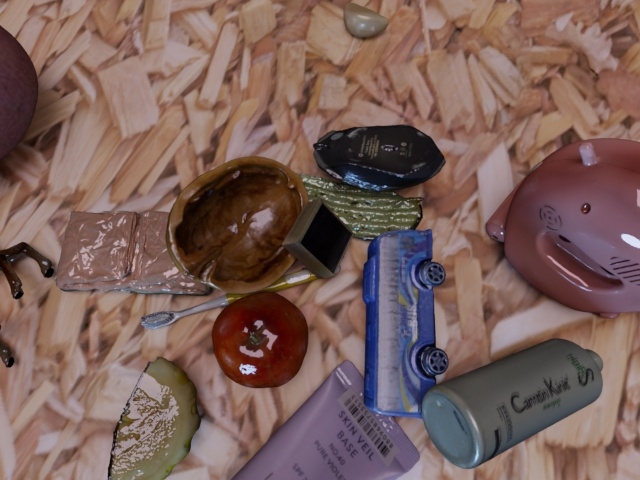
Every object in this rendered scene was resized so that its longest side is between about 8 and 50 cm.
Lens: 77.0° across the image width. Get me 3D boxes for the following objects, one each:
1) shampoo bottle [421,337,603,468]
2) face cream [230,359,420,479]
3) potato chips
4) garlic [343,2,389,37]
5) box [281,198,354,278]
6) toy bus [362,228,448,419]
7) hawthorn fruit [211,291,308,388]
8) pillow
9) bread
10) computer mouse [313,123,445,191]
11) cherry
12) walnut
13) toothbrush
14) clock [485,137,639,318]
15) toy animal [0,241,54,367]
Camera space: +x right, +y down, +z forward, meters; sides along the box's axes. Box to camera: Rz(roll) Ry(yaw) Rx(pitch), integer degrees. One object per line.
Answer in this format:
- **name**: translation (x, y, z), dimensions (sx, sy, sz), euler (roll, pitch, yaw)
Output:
- **shampoo bottle**: translation (0.245, 0.175, 0.474), dimensions (0.263, 0.085, 0.085), euler (-9, 73, -26)
- **face cream**: translation (-0.022, 0.288, 0.483), dimensions (0.274, 0.096, 0.154), euler (-33, 72, -21)
- **potato chips**: translation (0.048, -0.049, 0.598), dimensions (0.208, 0.028, 0.091), euler (12, 73, 3)
- **garlic**: translation (0.070, -0.377, 0.686), dimensions (0.083, 0.041, 0.053), euler (40, 74, 19)
- **box**: translation (0.000, 0.000, 0.551), dimensions (0.083, 0.035, 0.079), euler (43, 57, -27)
- **toy bus**: translation (0.103, 0.101, 0.519), dimensions (0.094, 0.079, 0.236), euler (6, 74, -13)
- **hawthorn fruit**: translation (-0.078, 0.130, 0.506), dimensions (0.125, 0.140, 0.124), euler (0, 108, 1)
- **pillow**: translation (-0.265, 0.015, 0.582), dimensions (0.233, 0.043, 0.126), euler (2, 69, 4)
- **bread**: translation (-0.197, 0.224, 0.498), dimensions (0.095, 0.083, 0.156), euler (-1, 76, -2)
- **computer mouse**: translation (0.086, -0.120, 0.598), dimensions (0.193, 0.062, 0.105), euler (9, 58, 14)
- **cherry**: translation (-0.535, -0.206, 0.577), dimensions (0.240, 0.206, 0.238), euler (0, 109, -1)
- **walnut**: translation (-0.111, -0.016, 0.554), dimensions (0.211, 0.087, 0.167), euler (-43, 100, -30)
- **toothbrush**: translation (-0.110, 0.075, 0.568), dimensions (0.289, 0.024, 0.021), euler (-17, 72, -4)
- **clock**: translation (0.337, -0.007, 0.473), dimensions (0.227, 0.241, 0.142), euler (40, 82, 10)
- **toy animal**: translation (-0.534, 0.094, 0.557), dimensions (0.260, 0.087, 0.243), euler (12, 61, 6)
